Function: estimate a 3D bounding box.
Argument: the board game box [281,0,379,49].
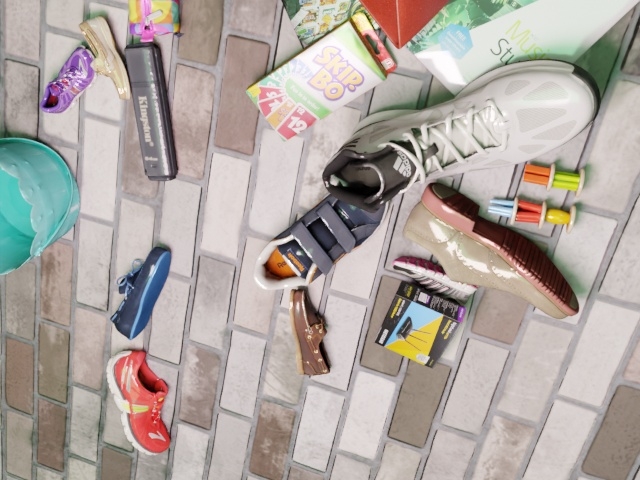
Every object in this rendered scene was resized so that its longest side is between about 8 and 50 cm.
[{"bbox_3d":[0.066,-0.430,1.128,0.259,0.030,0.136,-20,101,22],"label":"board game box"}]

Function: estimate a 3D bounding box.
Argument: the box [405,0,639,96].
[{"bbox_3d":[0.327,-0.367,1.056,0.232,0.058,0.322,43,115,-2],"label":"box"}]

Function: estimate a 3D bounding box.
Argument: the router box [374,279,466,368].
[{"bbox_3d":[0.192,0.167,1.263,0.133,0.046,0.179,23,140,7],"label":"router box"}]

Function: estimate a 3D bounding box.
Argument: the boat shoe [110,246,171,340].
[{"bbox_3d":[-0.415,0.115,1.430,0.089,0.109,0.258,33,113,7],"label":"boat shoe"}]

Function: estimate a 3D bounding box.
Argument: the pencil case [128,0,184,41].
[{"bbox_3d":[-0.311,-0.490,1.179,0.104,0.104,0.237,5,110,15],"label":"pencil case"}]

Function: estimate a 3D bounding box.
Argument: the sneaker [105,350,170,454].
[{"bbox_3d":[-0.414,0.390,1.535,0.118,0.107,0.279,-16,107,12],"label":"sneaker"}]

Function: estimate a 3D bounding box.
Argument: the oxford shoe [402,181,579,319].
[{"bbox_3d":[0.311,0.040,1.187,0.348,0.123,0.130,40,120,11],"label":"oxford shoe"}]

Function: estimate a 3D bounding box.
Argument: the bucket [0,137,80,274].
[{"bbox_3d":[-0.676,-0.085,1.390,0.280,0.183,0.281,5,111,14],"label":"bucket"}]

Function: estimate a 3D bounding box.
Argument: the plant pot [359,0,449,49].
[{"bbox_3d":[0.133,-0.498,0.936,0.235,0.267,0.267,-34,76,0],"label":"plant pot"}]

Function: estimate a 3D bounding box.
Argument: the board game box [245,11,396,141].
[{"bbox_3d":[0.000,-0.294,1.176,0.259,0.039,0.124,-28,114,23],"label":"board game box"}]

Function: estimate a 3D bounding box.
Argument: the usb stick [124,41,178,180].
[{"bbox_3d":[-0.341,-0.258,1.302,0.077,0.045,0.278,2,110,16],"label":"usb stick"}]

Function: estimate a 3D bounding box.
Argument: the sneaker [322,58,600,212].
[{"bbox_3d":[0.202,-0.136,1.021,0.447,0.257,0.169,-11,114,34],"label":"sneaker"}]

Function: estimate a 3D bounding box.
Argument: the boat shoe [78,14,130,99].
[{"bbox_3d":[-0.428,-0.356,1.273,0.059,0.063,0.170,-23,96,-21],"label":"boat shoe"}]

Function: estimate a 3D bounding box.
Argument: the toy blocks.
[{"bbox_3d":[0.382,-0.082,1.147,0.148,0.054,0.123,10,113,13],"label":"toy blocks"}]

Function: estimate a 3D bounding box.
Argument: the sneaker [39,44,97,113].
[{"bbox_3d":[-0.518,-0.322,1.317,0.068,0.071,0.170,41,115,-1],"label":"sneaker"}]

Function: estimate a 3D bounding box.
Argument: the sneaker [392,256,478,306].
[{"bbox_3d":[0.216,0.087,1.253,0.170,0.063,0.075,20,108,4],"label":"sneaker"}]

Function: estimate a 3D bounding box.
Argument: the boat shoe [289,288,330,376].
[{"bbox_3d":[-0.020,0.194,1.362,0.073,0.073,0.207,-2,116,15],"label":"boat shoe"}]

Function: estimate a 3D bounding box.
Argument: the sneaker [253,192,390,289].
[{"bbox_3d":[0.000,0.000,1.254,0.321,0.127,0.126,-39,94,23],"label":"sneaker"}]
